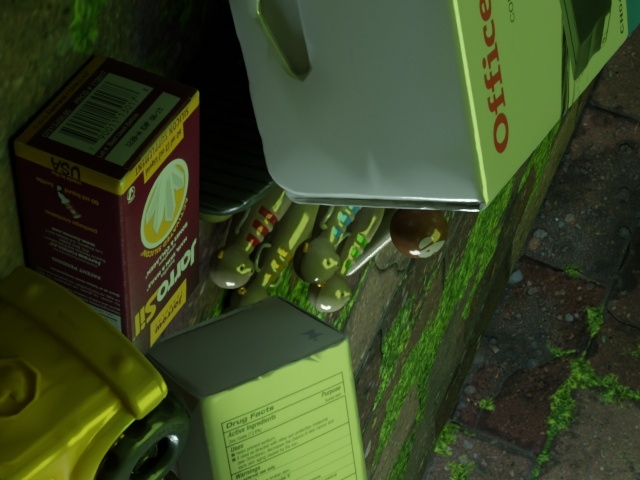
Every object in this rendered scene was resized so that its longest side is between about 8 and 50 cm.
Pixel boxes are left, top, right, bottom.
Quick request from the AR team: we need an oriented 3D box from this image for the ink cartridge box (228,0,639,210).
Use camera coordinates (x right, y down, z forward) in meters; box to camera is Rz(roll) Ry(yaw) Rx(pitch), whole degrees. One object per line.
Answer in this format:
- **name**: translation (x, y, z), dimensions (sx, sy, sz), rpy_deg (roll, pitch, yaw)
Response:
- **ink cartridge box**: translation (0.103, -0.234, 0.960), dimensions (0.395, 0.166, 0.285), rpy_deg (-46, 131, -47)

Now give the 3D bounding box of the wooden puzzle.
- **wooden puzzle**: translation (0.123, -0.073, 1.670), dimensions (0.221, 0.044, 0.238), rpy_deg (-43, -176, 33)

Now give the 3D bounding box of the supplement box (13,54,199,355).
- **supplement box**: translation (-0.139, -0.015, 0.890), dimensions (0.188, 0.081, 0.104), rpy_deg (95, 21, -46)

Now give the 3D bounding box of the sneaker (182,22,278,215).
- **sneaker**: translation (-0.013, -0.146, 1.078), dimensions (0.330, 0.122, 0.146), rpy_deg (-63, 162, -19)

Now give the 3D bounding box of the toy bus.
- **toy bus**: translation (-0.201, 0.162, 0.827), dimensions (0.211, 0.149, 0.220), rpy_deg (-43, 156, -32)

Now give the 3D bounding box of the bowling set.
- **bowling set**: translation (0.000, 0.000, 1.199), dimensions (0.154, 0.200, 0.287), rpy_deg (-64, 160, -14)

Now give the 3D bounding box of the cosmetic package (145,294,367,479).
- **cosmetic package**: translation (-0.049, 0.219, 1.171), dimensions (0.153, 0.129, 0.296), rpy_deg (-19, 115, -27)
